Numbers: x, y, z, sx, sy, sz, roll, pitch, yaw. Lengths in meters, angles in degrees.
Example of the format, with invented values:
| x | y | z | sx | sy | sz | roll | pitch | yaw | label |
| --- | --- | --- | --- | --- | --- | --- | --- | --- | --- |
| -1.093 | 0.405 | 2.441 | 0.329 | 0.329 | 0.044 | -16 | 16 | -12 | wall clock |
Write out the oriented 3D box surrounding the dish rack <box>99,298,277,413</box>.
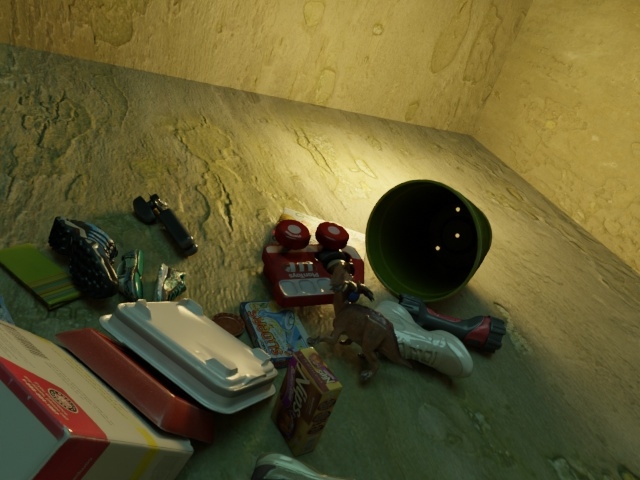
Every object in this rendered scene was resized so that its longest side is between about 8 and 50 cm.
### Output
| x | y | z | sx | sy | sz | roll | pitch | yaw | label |
| --- | --- | --- | --- | --- | --- | --- | --- | --- | --- |
| -0.248 | 0.213 | 1.081 | 0.332 | 0.072 | 0.285 | 31 | 4 | 18 | dish rack |

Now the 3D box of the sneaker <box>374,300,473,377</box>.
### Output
| x | y | z | sx | sy | sz | roll | pitch | yaw | label |
| --- | --- | --- | --- | --- | --- | --- | --- | --- | --- |
| 0.237 | 0.276 | 1.352 | 0.305 | 0.114 | 0.152 | 27 | 37 | 30 | sneaker |

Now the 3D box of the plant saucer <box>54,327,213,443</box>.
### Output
| x | y | z | sx | sy | sz | roll | pitch | yaw | label |
| --- | --- | --- | --- | --- | --- | --- | --- | --- | --- |
| -0.308 | 0.254 | 0.936 | 0.258 | 0.259 | 0.048 | 31 | 71 | 20 | plant saucer |

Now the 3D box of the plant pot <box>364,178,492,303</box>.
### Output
| x | y | z | sx | sy | sz | roll | pitch | yaw | label |
| --- | --- | --- | --- | --- | --- | --- | --- | --- | --- |
| 0.388 | -0.008 | 1.690 | 0.366 | 0.367 | 0.352 | 36 | 23 | 27 | plant pot |

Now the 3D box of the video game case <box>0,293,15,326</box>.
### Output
| x | y | z | sx | sy | sz | roll | pitch | yaw | label |
| --- | --- | --- | --- | --- | --- | --- | --- | --- | --- |
| -0.688 | 0.219 | 0.944 | 0.269 | 0.061 | 0.244 | -11 | 43 | -42 | video game case |

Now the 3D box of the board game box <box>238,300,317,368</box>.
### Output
| x | y | z | sx | sy | sz | roll | pitch | yaw | label |
| --- | --- | --- | --- | --- | --- | --- | --- | --- | --- |
| -0.107 | 0.225 | 1.291 | 0.136 | 0.035 | 0.201 | 0 | 35 | -30 | board game box |

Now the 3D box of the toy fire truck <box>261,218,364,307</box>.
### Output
| x | y | z | sx | sy | sz | roll | pitch | yaw | label |
| --- | --- | --- | --- | --- | --- | --- | --- | --- | --- |
| -0.010 | 0.084 | 1.454 | 0.301 | 0.170 | 0.254 | 1 | 39 | -28 | toy fire truck |

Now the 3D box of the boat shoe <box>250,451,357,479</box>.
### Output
| x | y | z | sx | sy | sz | roll | pitch | yaw | label |
| --- | --- | --- | --- | --- | --- | --- | --- | --- | --- |
| 0.008 | 0.462 | 0.910 | 0.285 | 0.103 | 0.092 | 19 | 35 | 8 | boat shoe |

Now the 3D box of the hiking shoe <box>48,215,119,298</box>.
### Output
| x | y | z | sx | sy | sz | roll | pitch | yaw | label |
| --- | --- | --- | --- | --- | --- | --- | --- | --- | --- |
| -0.541 | 0.031 | 1.276 | 0.132 | 0.113 | 0.304 | 2 | 31 | -49 | hiking shoe |

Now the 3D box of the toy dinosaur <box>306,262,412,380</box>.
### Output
| x | y | z | sx | sy | sz | roll | pitch | yaw | label |
| --- | --- | --- | --- | --- | --- | --- | --- | --- | --- |
| 0.107 | 0.197 | 1.264 | 0.295 | 0.201 | 0.127 | 33 | 16 | 17 | toy dinosaur |

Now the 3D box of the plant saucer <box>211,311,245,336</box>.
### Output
| x | y | z | sx | sy | sz | roll | pitch | yaw | label |
| --- | --- | --- | --- | --- | --- | --- | --- | --- | --- |
| -0.225 | 0.206 | 1.277 | 0.083 | 0.013 | 0.084 | 13 | 31 | -8 | plant saucer |

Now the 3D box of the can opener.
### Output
| x | y | z | sx | sy | sz | roll | pitch | yaw | label |
| --- | --- | --- | --- | --- | --- | --- | --- | --- | --- |
| -0.448 | -0.046 | 1.529 | 0.093 | 0.074 | 0.280 | -38 | 53 | -16 | can opener |

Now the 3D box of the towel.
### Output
| x | y | z | sx | sy | sz | roll | pitch | yaw | label |
| --- | --- | --- | --- | --- | --- | --- | --- | --- | --- |
| -0.660 | 0.079 | 1.236 | 0.237 | 0.021 | 0.102 | 31 | 26 | 22 | towel |

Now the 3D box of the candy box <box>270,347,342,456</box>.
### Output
| x | y | z | sx | sy | sz | roll | pitch | yaw | label |
| --- | --- | --- | --- | --- | --- | --- | --- | --- | --- |
| -0.031 | 0.316 | 1.032 | 0.053 | 0.187 | 0.109 | -7 | 39 | -36 | candy box |

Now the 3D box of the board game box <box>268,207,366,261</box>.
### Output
| x | y | z | sx | sy | sz | roll | pitch | yaw | label |
| --- | --- | --- | --- | --- | --- | --- | --- | --- | --- |
| 0.000 | 0.000 | 1.706 | 0.305 | 0.053 | 0.193 | 19 | 29 | -1 | board game box |

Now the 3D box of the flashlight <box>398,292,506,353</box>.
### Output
| x | y | z | sx | sy | sz | roll | pitch | yaw | label |
| --- | --- | --- | --- | --- | --- | --- | --- | --- | --- |
| 0.364 | 0.227 | 1.498 | 0.303 | 0.103 | 0.103 | 19 | 2 | 3 | flashlight |

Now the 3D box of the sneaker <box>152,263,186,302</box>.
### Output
| x | y | z | sx | sy | sz | roll | pitch | yaw | label |
| --- | --- | --- | --- | --- | --- | --- | --- | --- | --- |
| -0.368 | 0.118 | 1.297 | 0.076 | 0.065 | 0.167 | 14 | 32 | -17 | sneaker |

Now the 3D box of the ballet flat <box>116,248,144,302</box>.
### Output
| x | y | z | sx | sy | sz | roll | pitch | yaw | label |
| --- | --- | --- | --- | --- | --- | --- | --- | --- | --- |
| -0.468 | 0.094 | 1.290 | 0.070 | 0.070 | 0.188 | 7 | 30 | -20 | ballet flat |

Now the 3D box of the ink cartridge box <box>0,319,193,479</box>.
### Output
| x | y | z | sx | sy | sz | roll | pitch | yaw | label |
| --- | --- | --- | --- | --- | --- | --- | --- | --- | --- |
| -0.380 | 0.262 | 0.732 | 0.279 | 0.385 | 0.160 | 32 | 74 | 21 | ink cartridge box |
